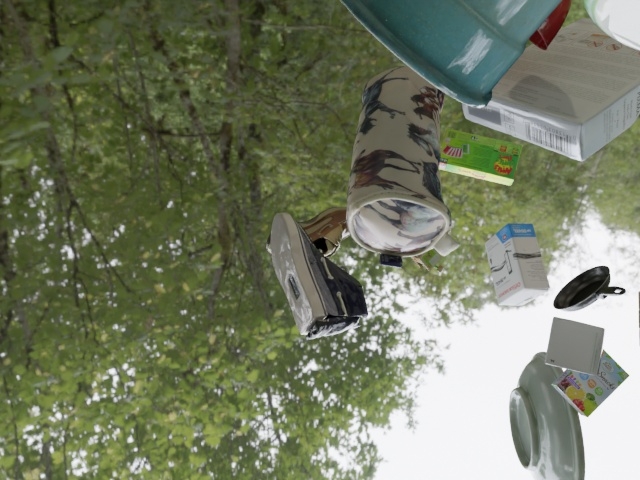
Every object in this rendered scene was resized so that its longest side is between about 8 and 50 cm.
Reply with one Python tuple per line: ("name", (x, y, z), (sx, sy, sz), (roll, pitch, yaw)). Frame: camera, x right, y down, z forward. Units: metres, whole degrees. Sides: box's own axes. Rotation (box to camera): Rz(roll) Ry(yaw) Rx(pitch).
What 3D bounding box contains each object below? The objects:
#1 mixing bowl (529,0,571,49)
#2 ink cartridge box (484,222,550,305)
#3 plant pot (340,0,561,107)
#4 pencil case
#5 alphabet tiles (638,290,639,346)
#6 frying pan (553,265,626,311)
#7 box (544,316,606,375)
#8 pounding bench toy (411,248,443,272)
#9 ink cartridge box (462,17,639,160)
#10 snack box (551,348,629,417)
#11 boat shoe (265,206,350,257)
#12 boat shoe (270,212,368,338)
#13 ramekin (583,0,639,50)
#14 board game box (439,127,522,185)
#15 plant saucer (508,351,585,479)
("mixing bowl", (0.425, -0.479, 1.096), (0.181, 0.098, 0.181), (42, -161, -18))
("ink cartridge box", (0.567, 0.072, 1.614), (0.085, 0.148, 0.203), (2, -116, -14))
("plant pot", (0.209, -0.404, 0.673), (0.341, 0.334, 0.341), (30, -145, -24))
("pencil case", (0.148, -0.152, 0.996), (0.183, 0.160, 0.411), (32, -137, -22))
("alphabet tiles", (0.691, 0.164, 0.985), (0.009, 0.198, 0.237), (-21, -162, -35))
("frying pan", (0.818, 0.134, 1.629), (0.197, 0.326, 0.053), (-43, -89, -23))
("box", (0.532, 0.219, 1.157), (0.101, 0.101, 0.087), (10, 175, 31))
("pounding bench toy", (0.300, 0.054, 1.548), (0.052, 0.083, 0.065), (-45, -162, -8))
("ink cartridge box", (0.542, -0.335, 1.159), (0.384, 0.091, 0.308), (-32, -142, -16))
("snack box", (0.630, 0.326, 1.299), (0.141, 0.037, 0.100), (-42, -98, -4))
("boat shoe", (0.000, 0.000, 1.607), (0.323, 0.123, 0.120), (-20, -129, -32))
("boat shoe", (-0.007, 0.077, 1.334), (0.158, 0.127, 0.341), (0, -126, -29))
("ramekin", (0.286, -0.185, 0.271), (0.303, 0.148, 0.303), (8, -174, -1))
("board game box", (0.380, -0.201, 1.334), (0.181, 0.043, 0.092), (15, -103, 12))
("plant saucer", (0.587, 0.506, 1.498), (0.100, 0.401, 0.401), (-5, -145, 4))
